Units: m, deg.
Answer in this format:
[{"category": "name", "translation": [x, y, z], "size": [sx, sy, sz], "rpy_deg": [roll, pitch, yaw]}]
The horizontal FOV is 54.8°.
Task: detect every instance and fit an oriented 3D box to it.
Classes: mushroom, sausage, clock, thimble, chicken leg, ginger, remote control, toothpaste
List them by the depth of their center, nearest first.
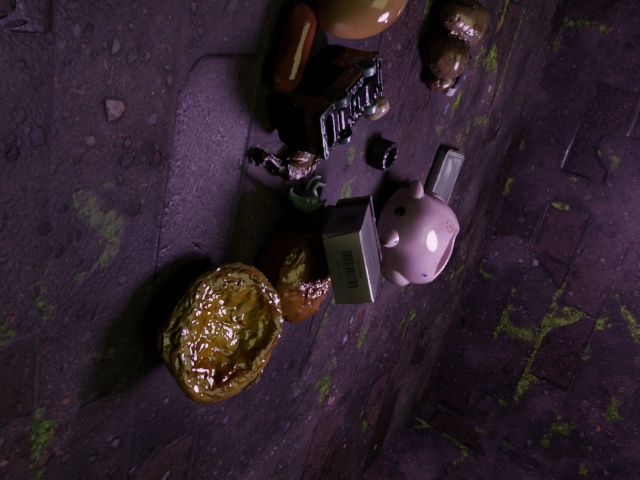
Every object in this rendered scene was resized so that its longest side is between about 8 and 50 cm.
[{"category": "sausage", "translation": [-0.059, -0.413, 1.328], "size": [0.077, 0.077, 0.194], "rpy_deg": [-5, 115, -61]}, {"category": "chicken leg", "translation": [-0.073, -0.197, 1.514], "size": [0.253, 0.051, 0.106], "rpy_deg": [-26, 128, -51]}, {"category": "mushroom", "translation": [0.156, -0.381, 1.763], "size": [0.083, 0.067, 0.083], "rpy_deg": [-37, 178, -2]}, {"category": "remote control", "translation": [0.000, 0.000, 1.803], "size": [0.078, 0.042, 0.221], "rpy_deg": [-108, -145, -74]}, {"category": "thimble", "translation": [0.198, -0.268, 1.936], "size": [0.104, 0.066, 0.095], "rpy_deg": [-19, 126, -57]}, {"category": "ginger", "translation": [0.420, -0.625, 1.969], "size": [0.304, 0.155, 0.244], "rpy_deg": [-61, 162, 10]}, {"category": "toothpaste", "translation": [0.477, -0.585, 2.137], "size": [0.193, 0.045, 0.071], "rpy_deg": [112, -23, -58]}, {"category": "clock", "translation": [0.340, -0.020, 2.203], "size": [0.368, 0.250, 0.377], "rpy_deg": [-60, 154, -11]}]

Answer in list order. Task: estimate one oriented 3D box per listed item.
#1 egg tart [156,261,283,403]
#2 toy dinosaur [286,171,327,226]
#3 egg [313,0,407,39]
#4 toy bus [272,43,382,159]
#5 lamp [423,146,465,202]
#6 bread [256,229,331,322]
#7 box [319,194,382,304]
[{"category": "egg tart", "translation": [-0.235, 0.201, 1.425], "size": [0.341, 0.129, 0.341], "rpy_deg": [-17, 114, -42]}, {"category": "toy dinosaur", "translation": [-0.031, -0.132, 1.595], "size": [0.129, 0.076, 0.383], "rpy_deg": [-63, 162, -9]}, {"category": "egg", "translation": [0.087, -0.545, 1.345], "size": [0.244, 0.201, 0.201], "rpy_deg": [-45, 149, -18]}, {"category": "toy bus", "translation": [0.020, -0.330, 1.443], "size": [0.275, 0.167, 0.138], "rpy_deg": [-54, 152, -32]}, {"category": "lamp", "translation": [0.504, -0.245, 2.545], "size": [0.266, 0.047, 0.269], "rpy_deg": [-4, 115, -60]}, {"category": "bread", "translation": [-0.068, 0.095, 1.667], "size": [0.268, 0.145, 0.268], "rpy_deg": [-37, 138, -43]}, {"category": "box", "translation": [0.092, 0.019, 1.660], "size": [0.299, 0.106, 0.200], "rpy_deg": [-63, 145, -66]}]
